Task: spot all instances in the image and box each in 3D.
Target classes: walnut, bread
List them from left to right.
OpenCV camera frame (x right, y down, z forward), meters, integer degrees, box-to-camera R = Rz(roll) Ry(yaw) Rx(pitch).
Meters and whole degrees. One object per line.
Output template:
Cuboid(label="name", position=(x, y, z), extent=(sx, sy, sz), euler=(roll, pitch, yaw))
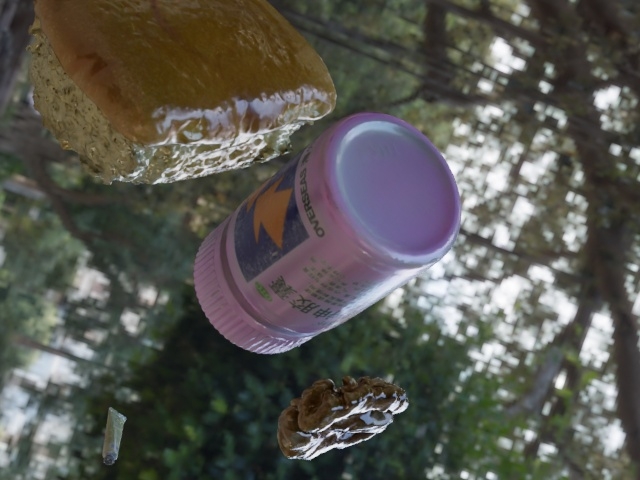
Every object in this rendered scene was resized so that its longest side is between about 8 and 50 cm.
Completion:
Cuboid(label="bread", position=(-0.111, -0.128, 1.003), extent=(0.245, 0.174, 0.121), euler=(-11, 139, -50))
Cuboid(label="walnut", position=(0.020, 0.210, 1.568), extent=(0.143, 0.170, 0.069), euler=(-44, -119, 36))

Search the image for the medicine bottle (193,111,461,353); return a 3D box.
Cuboid(label="medicine bottle", position=(0.000, 0.000, 1.395), extent=(0.291, 0.178, 0.178), euler=(-35, -145, 49))

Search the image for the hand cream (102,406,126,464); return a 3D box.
Cuboid(label="hand cream", position=(-0.308, 0.292, 1.917), extent=(0.022, 0.035, 0.102), euler=(-38, -152, 23))
